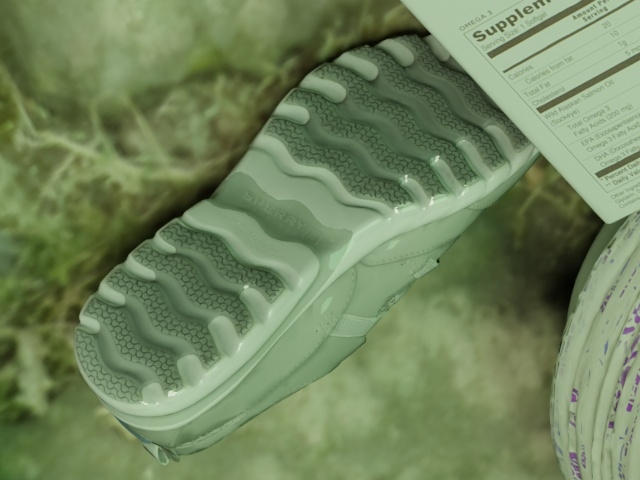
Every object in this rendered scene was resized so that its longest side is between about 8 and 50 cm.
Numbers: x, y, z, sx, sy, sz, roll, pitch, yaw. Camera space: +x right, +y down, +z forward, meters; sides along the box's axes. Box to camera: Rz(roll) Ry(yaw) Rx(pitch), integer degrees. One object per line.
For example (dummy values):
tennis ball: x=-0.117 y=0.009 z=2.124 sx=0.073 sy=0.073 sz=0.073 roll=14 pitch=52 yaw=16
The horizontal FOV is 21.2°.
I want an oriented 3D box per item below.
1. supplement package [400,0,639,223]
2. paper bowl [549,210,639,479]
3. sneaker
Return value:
supplement package: x=0.124 y=-0.189 z=0.723 sx=0.198 sy=0.199 sz=0.263 roll=-29 pitch=126 yaw=26
paper bowl: x=0.249 y=0.052 z=0.927 sx=0.284 sy=0.148 sz=0.284 roll=-15 pitch=123 yaw=-25
sneaker: x=0.000 y=0.000 z=0.842 sx=0.281 sy=0.105 sz=0.115 roll=-36 pitch=154 yaw=-18
